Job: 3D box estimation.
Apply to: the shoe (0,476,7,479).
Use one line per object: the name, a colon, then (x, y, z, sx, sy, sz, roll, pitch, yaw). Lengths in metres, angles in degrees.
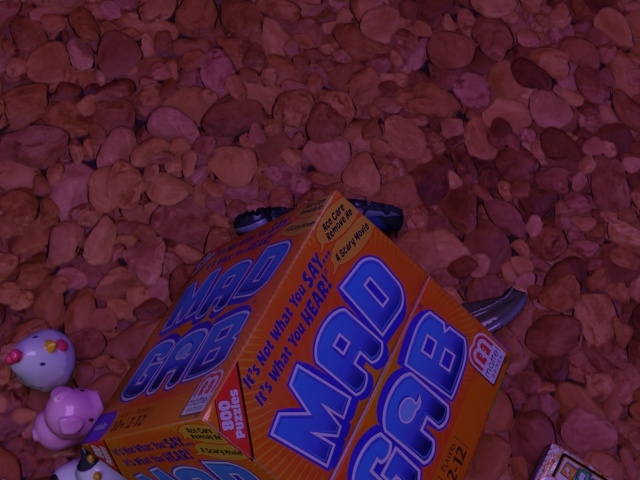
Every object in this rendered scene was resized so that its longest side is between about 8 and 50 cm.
shoe: (-0.486, 0.459, 1.416, 0.076, 0.058, 0.219, 12, 69, -24)

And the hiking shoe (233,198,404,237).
hiking shoe: (0.000, 0.000, 1.660, 0.304, 0.113, 0.132, -7, 99, -17)

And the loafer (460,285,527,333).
loafer: (0.237, 0.137, 1.620, 0.251, 0.094, 0.087, -29, 78, -18)

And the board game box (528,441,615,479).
board game box: (0.419, 0.438, 1.545, 0.193, 0.045, 0.147, 32, 67, 6)

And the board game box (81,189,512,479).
board game box: (-0.030, 0.217, 1.322, 0.356, 0.356, 0.357, 41, 56, -18)

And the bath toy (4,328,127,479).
bath toy: (-0.374, 0.283, 1.443, 0.151, 0.129, 0.348, -30, 70, 8)
